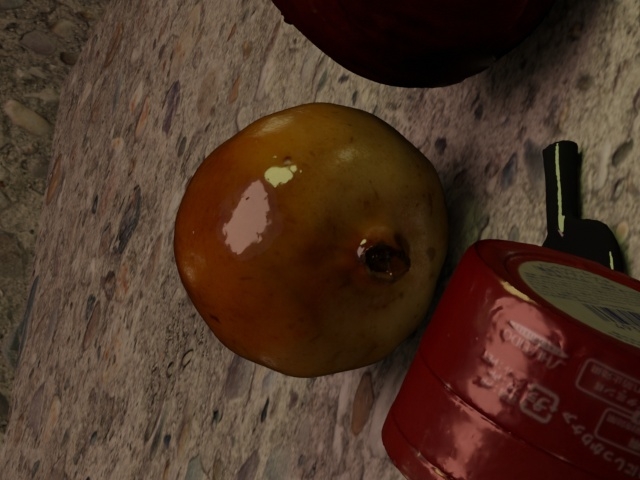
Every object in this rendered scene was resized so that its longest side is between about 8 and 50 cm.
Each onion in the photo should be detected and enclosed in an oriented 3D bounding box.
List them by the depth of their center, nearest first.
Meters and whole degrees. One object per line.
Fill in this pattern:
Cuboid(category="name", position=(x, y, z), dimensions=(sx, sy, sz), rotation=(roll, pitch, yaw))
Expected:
Cuboid(category="onion", position=(0.087, -0.294, 1.530), dimensions=(0.341, 0.341, 0.341), rotation=(-52, 28, 43))

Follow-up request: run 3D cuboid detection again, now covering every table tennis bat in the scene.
Cuboid(category="table tennis bat", position=(0.194, 0.022, 1.357), dimensions=(0.150, 0.027, 0.236), rotation=(-46, 34, 51))

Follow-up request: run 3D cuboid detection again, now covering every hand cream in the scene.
Cuboid(category="hand cream", position=(0.165, 0.105, 1.078), dimensions=(0.149, 0.230, 0.230), rotation=(-66, 21, 15))

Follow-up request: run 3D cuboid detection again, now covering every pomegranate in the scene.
Cuboid(category="pomegranate", position=(0.000, 0.000, 1.580), dimensions=(0.264, 0.264, 0.264), rotation=(-52, 28, 43))
